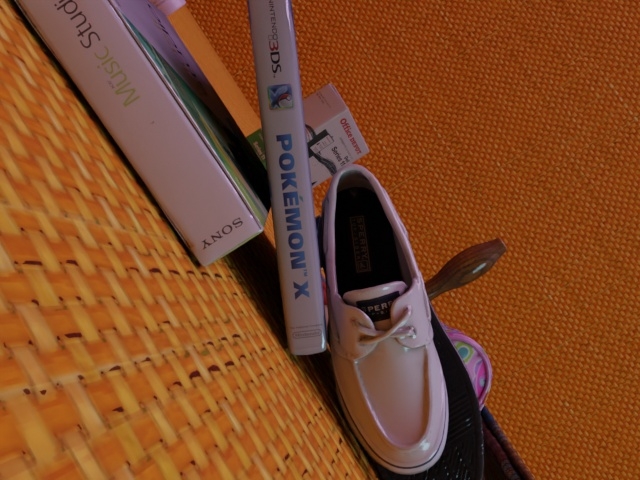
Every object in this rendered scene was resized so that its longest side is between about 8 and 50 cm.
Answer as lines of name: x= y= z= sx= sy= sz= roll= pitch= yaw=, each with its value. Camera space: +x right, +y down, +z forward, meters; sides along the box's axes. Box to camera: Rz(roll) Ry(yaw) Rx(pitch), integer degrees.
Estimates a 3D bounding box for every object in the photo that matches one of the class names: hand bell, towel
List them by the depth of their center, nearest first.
hand bell: x=0.124 y=0.068 z=0.829 sx=0.126 sy=0.242 sz=0.126 roll=56 pitch=4 yaw=-5
towel: x=0.280 y=0.412 z=0.889 sx=0.271 sy=0.040 sz=0.369 roll=-116 pitch=-175 yaw=-69

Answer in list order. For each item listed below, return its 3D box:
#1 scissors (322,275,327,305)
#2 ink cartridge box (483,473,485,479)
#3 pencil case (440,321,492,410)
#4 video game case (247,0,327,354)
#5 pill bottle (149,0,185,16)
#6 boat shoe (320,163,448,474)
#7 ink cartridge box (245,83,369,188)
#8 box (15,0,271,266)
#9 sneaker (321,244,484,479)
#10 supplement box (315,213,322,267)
scissors: x=0.062 y=0.156 z=0.998 sx=0.297 sy=0.021 sz=0.109 roll=54 pitch=5 yaw=-29
ink cartridge box: x=0.312 y=0.423 z=1.082 sx=0.189 sy=0.066 sz=0.232 roll=55 pitch=-23 yaw=26
pencil case: x=0.146 y=0.167 z=0.955 sx=0.124 sy=0.124 sz=0.284 roll=56 pitch=-3 yaw=-7
video game case: x=-0.028 y=-0.075 z=0.677 sx=0.329 sy=0.036 sz=0.299 roll=-96 pitch=180 yaw=-82
pill bottle: x=-0.245 y=-0.356 z=0.844 sx=0.160 sy=0.087 sz=0.087 roll=55 pitch=4 yaw=-23
boat shoe: x=0.051 y=0.060 z=0.568 sx=0.088 sy=0.096 sz=0.267 roll=74 pitch=9 yaw=-69
ink cartridge box: x=-0.026 y=-0.184 z=1.295 sx=0.086 sy=0.209 sz=0.153 roll=60 pitch=5 yaw=33
box: x=-0.125 y=-0.114 z=0.581 sx=0.232 sy=0.059 sz=0.322 roll=57 pitch=5 yaw=-10
sneaker: x=0.077 y=0.134 z=0.683 sx=0.178 sy=0.124 sz=0.295 roll=69 pitch=5 yaw=-69
supplement box: x=0.000 y=0.000 z=1.248 sx=0.083 sy=0.056 sz=0.083 roll=57 pitch=4 yaw=-3
